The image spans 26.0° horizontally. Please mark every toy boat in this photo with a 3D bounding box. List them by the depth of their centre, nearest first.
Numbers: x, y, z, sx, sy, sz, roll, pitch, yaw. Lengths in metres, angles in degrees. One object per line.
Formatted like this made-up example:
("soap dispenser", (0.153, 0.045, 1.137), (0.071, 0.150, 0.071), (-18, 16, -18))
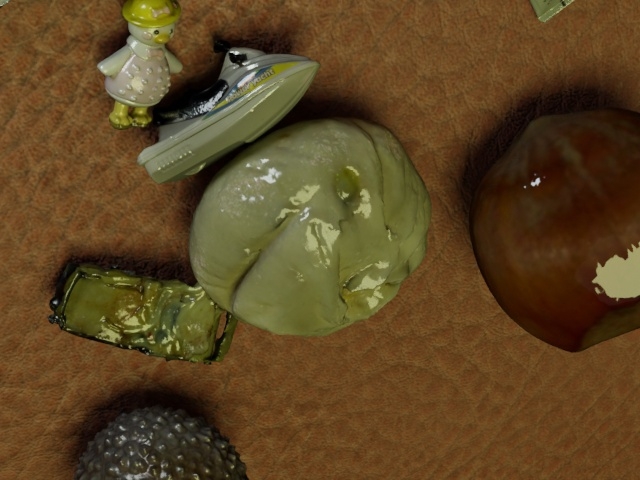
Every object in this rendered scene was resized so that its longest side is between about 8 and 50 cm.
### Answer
("toy boat", (-0.129, -0.184, 1.875), (0.269, 0.141, 0.141), (-43, 130, 16))

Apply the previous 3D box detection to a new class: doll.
("doll", (-0.230, -0.243, 1.813), (0.129, 0.081, 0.207), (-9, 130, -39))

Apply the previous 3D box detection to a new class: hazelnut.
("hazelnut", (0.409, -0.016, 2.091), (0.366, 0.366, 0.366), (-11, 130, -13))

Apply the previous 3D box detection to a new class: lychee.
("lychee", (-0.260, 0.410, 2.193), (0.300, 0.300, 0.300), (-11, 130, -13))

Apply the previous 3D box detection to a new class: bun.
("bun", (0.000, 0.000, 1.969), (0.365, 0.219, 0.365), (-21, 141, -18))

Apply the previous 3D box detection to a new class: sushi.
("sushi", (-0.251, 0.097, 2.057), (0.291, 0.131, 0.139), (17, 96, -24))

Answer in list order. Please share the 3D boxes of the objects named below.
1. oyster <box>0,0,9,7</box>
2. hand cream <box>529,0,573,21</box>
("oyster", (-0.419, -0.368, 1.637), (0.260, 0.092, 0.198), (-30, 132, 16))
("hand cream", (0.292, -0.395, 1.921), (0.080, 0.050, 0.234), (-37, 135, 9))
